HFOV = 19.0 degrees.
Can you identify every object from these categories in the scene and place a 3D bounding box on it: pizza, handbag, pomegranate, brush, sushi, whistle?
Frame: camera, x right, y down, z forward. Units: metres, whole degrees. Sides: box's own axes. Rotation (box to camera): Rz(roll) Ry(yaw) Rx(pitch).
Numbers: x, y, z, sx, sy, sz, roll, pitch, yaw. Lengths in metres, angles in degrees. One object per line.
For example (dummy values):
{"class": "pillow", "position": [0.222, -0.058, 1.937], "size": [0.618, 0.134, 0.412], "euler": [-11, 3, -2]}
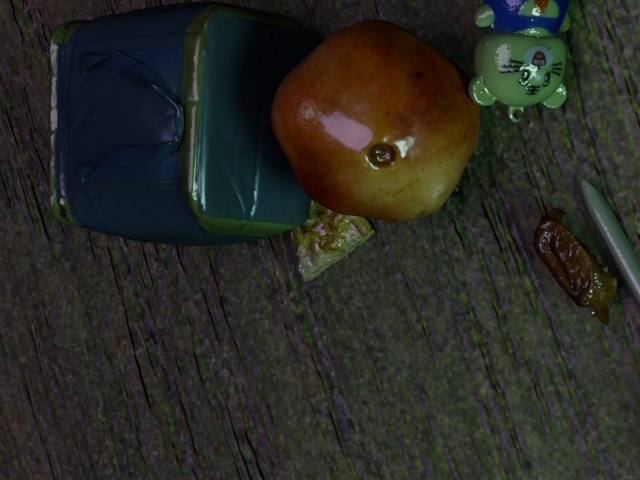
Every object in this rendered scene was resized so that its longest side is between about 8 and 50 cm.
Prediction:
{"class": "pizza", "position": [0.000, 0.000, 2.091], "size": [0.123, 0.026, 0.109], "euler": [28, 111, 32]}
{"class": "handbag", "position": [-0.147, -0.126, 2.077], "size": [0.241, 0.222, 0.263], "euler": [4, 94, 42]}
{"class": "pomegranate", "position": [0.056, -0.121, 1.929], "size": [0.209, 0.209, 0.209], "euler": [2, 94, 37]}
{"class": "brush", "position": [0.318, 0.069, 1.848], "size": [0.042, 0.039, 0.299], "euler": [-40, 68, 33]}
{"class": "sushi", "position": [0.251, 0.026, 1.884], "size": [0.052, 0.055, 0.120], "euler": [-50, 56, 20]}
{"class": "whistle", "position": [0.202, -0.229, 1.882], "size": [0.085, 0.105, 0.227], "euler": [-156, 69, -68]}
